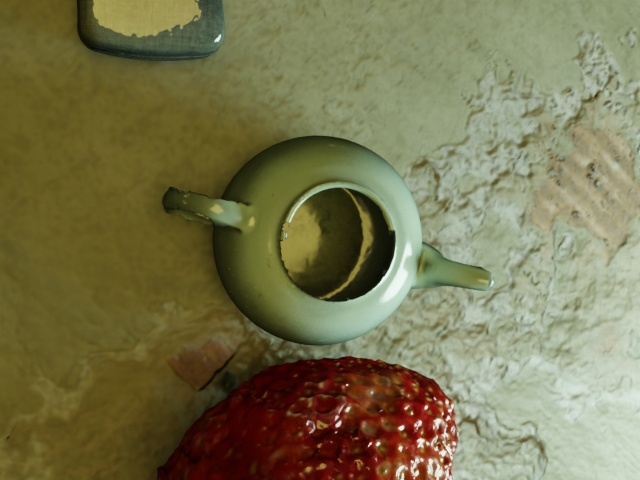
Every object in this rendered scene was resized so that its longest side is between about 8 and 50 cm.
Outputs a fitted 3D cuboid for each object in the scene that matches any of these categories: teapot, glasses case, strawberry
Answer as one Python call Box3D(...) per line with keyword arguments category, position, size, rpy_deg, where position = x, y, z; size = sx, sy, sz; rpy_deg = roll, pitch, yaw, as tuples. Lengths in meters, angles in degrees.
Box3D(category="teapot", position=(0.000, 0.000, 0.885), size=(0.294, 0.129, 0.193), rpy_deg=(15, 88, -15))
Box3D(category="glasses case", position=(-0.150, -0.324, 0.859), size=(0.131, 0.074, 0.323), rpy_deg=(0, 92, -16))
Box3D(category="strawberry", position=(0.008, 0.215, 0.860), size=(0.238, 0.250, 0.288), rpy_deg=(35, 57, 19))
